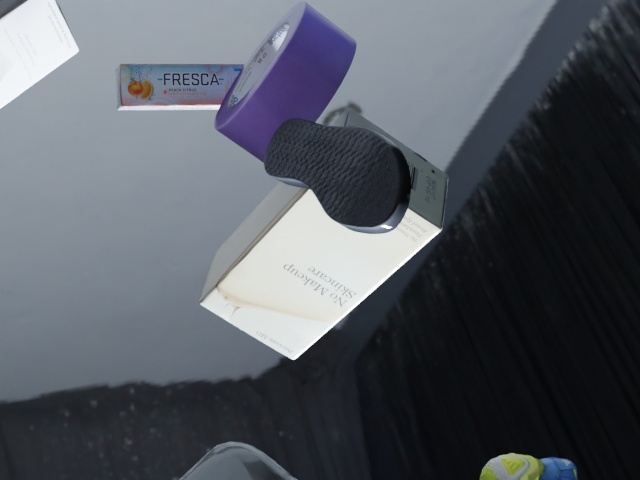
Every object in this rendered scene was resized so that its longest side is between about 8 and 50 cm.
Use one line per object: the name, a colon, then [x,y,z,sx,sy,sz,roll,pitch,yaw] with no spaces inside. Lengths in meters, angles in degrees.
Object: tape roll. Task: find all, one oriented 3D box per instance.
tape roll: [-0.044,-0.191,1.259,0.080,0.189,0.189,35,124,-17]

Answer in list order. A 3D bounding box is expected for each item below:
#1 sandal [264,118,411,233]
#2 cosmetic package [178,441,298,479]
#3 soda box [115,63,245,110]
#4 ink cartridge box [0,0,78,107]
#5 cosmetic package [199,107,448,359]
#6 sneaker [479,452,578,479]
sandal: [0.025,-0.074,1.071,0.054,0.254,0.097,25,97,-33]
cosmetic package: [0.038,0.329,0.244,0.327,0.329,0.393,-43,118,-21]
soda box: [-0.178,-0.204,1.379,0.183,0.058,0.063,-2,-177,-17]
ink cartridge box: [-0.355,-0.172,0.928,0.218,0.158,0.092,-40,148,-18]
cosmetic package: [0.000,0.000,1.288,0.160,0.113,0.309,32,129,-15]
sneaker: [0.237,0.335,1.171,0.126,0.091,0.240,-7,129,-14]
